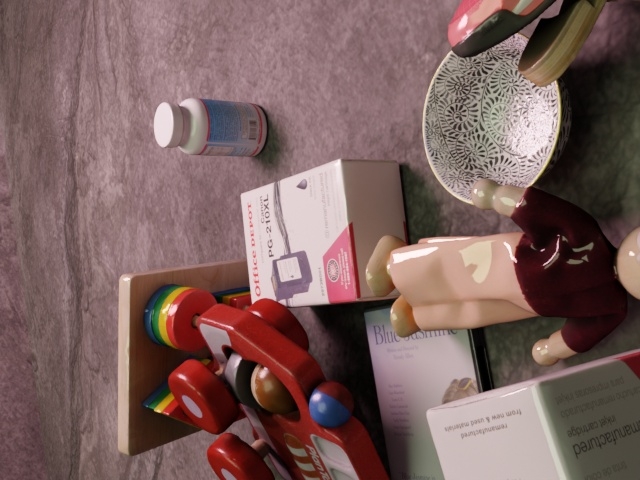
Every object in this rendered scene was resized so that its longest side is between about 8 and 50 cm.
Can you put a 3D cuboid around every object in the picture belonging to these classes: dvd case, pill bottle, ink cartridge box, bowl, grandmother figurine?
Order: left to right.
[{"bbox_3d":[-0.170,-0.175,1.131,0.087,0.160,0.087,4,95,52],"label":"pill bottle"},{"bbox_3d":[0.000,0.000,0.967,0.237,0.100,0.172,-12,83,53],"label":"ink cartridge box"},{"bbox_3d":[0.133,0.191,0.869,0.180,0.022,0.253,-20,76,52],"label":"dvd case"},{"bbox_3d":[0.189,-0.119,0.728,0.170,0.080,0.170,5,96,52],"label":"bowl"},{"bbox_3d":[0.203,0.027,0.683,0.342,0.104,0.208,-7,131,43],"label":"grandmother figurine"},{"bbox_3d":[0.240,0.249,0.566,0.131,0.226,0.306,-36,65,49],"label":"ink cartridge box"}]

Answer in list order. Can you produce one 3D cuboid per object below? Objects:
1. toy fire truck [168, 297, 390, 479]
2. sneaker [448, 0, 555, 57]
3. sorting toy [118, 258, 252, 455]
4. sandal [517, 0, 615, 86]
[{"bbox_3d":[-0.032,0.216,0.909,0.254,0.169,0.302,8,128,46],"label":"toy fire truck"},{"bbox_3d":[0.182,-0.305,0.612,0.314,0.136,0.116,-56,5,10],"label":"sneaker"},{"bbox_3d":[-0.170,0.169,1.091,0.089,0.255,0.257,7,98,36],"label":"sorting toy"},{"bbox_3d":[0.263,-0.222,0.627,0.240,0.079,0.088,-58,13,-3],"label":"sandal"}]
